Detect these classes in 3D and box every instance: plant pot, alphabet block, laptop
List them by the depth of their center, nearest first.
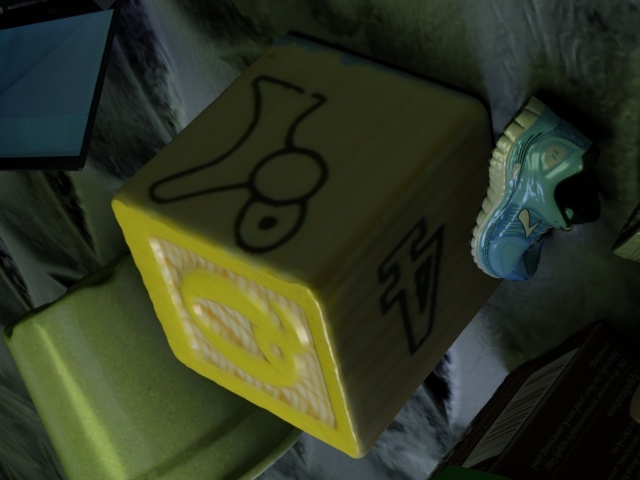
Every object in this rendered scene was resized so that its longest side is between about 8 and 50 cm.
[{"bbox_3d":[0.000,0.000,0.939,0.192,0.197,0.193,24,147,33],"label":"alphabet block"},{"bbox_3d":[-0.285,-0.202,1.095,0.234,0.136,0.264,3,133,50],"label":"laptop"},{"bbox_3d":[-0.196,0.154,1.385,0.254,0.276,0.276,59,151,-5],"label":"plant pot"}]

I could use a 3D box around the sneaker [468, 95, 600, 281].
[{"bbox_3d":[0.147,-0.019,0.867,0.073,0.063,0.162,29,150,19],"label":"sneaker"}]

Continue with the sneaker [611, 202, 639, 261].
[{"bbox_3d":[0.233,-0.013,0.787,0.058,0.052,0.135,33,160,-2],"label":"sneaker"}]

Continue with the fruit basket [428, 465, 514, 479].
[{"bbox_3d":[0.128,0.311,0.718,0.392,0.392,0.283,17,131,41],"label":"fruit basket"}]

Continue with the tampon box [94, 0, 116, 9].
[{"bbox_3d":[-0.142,-0.258,0.844,0.161,0.120,0.101,48,153,-9],"label":"tampon box"}]

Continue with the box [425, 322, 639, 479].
[{"bbox_3d":[0.204,0.205,0.988,0.203,0.168,0.167,43,151,1],"label":"box"}]

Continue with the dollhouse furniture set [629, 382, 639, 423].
[{"bbox_3d":[0.320,0.192,0.537,0.362,0.256,0.394,37,-179,-2],"label":"dollhouse furniture set"}]
